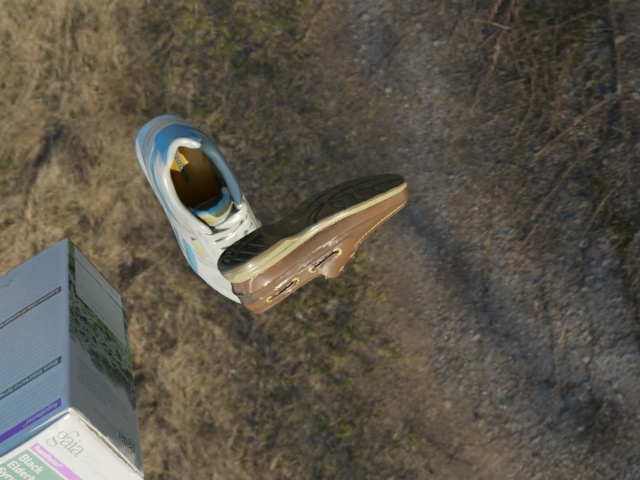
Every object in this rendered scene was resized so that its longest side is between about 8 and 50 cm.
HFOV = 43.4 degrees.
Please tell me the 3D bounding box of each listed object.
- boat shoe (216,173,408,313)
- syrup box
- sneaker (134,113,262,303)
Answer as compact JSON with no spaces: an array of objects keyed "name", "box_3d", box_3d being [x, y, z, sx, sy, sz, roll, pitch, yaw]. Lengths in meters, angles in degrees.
[{"name":"boat shoe","box_3d":[0.000,0.000,0.693,0.060,0.178,0.064,65,168,-25]},{"name":"syrup box","box_3d":[-0.217,0.110,0.662,0.096,0.093,0.237,-31,35,4]},{"name":"sneaker","box_3d":[-0.105,-0.016,0.806,0.228,0.087,0.092,58,169,-28]}]
